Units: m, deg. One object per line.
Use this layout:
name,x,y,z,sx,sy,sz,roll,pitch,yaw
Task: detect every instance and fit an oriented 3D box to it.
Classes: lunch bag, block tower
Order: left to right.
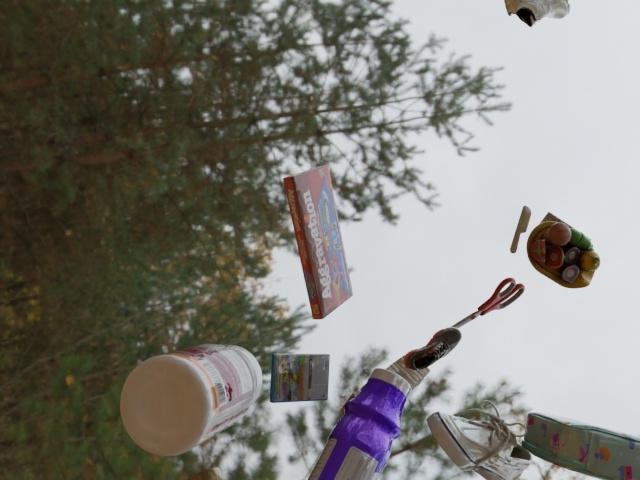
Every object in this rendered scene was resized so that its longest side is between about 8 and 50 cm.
block tower,0.195,0.440,1.845,0.091,0.335,0.097,45,-51,19
lunch bag,0.614,0.471,1.414,0.224,0.279,0.108,149,-43,-76

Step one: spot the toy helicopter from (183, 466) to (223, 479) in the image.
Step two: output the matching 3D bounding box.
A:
toy helicopter,-0.415,0.657,1.559,0.235,0.355,0.140,104,-36,-54

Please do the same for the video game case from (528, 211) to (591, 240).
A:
video game case,0.594,-0.003,1.559,0.122,0.011,0.087,37,-66,13

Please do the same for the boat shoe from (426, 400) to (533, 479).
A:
boat shoe,0.387,0.450,1.417,0.156,0.367,0.136,-41,-144,12

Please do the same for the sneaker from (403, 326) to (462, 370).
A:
sneaker,0.275,0.266,1.487,0.061,0.158,0.065,57,-5,-9

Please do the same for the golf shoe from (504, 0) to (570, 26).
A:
golf shoe,0.440,-0.472,1.285,0.069,0.176,0.086,-7,-104,62

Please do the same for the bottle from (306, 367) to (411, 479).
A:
bottle,0.045,0.321,0.904,0.092,0.283,0.118,27,-29,10

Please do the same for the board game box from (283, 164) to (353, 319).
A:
board game box,0.000,0.000,1.246,0.027,0.145,0.281,-5,-78,31

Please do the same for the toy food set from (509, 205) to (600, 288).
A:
toy food set,0.534,0.020,1.383,0.128,0.217,0.071,-62,-173,-11

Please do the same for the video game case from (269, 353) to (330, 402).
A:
video game case,-0.050,0.347,1.587,0.015,0.166,0.119,-6,-101,57

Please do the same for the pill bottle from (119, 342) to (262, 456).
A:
pill bottle,-0.297,0.372,1.551,0.392,0.224,0.224,14,58,-75

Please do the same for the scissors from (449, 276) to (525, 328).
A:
scissors,0.445,0.209,1.751,0.109,0.297,0.021,42,9,-47
